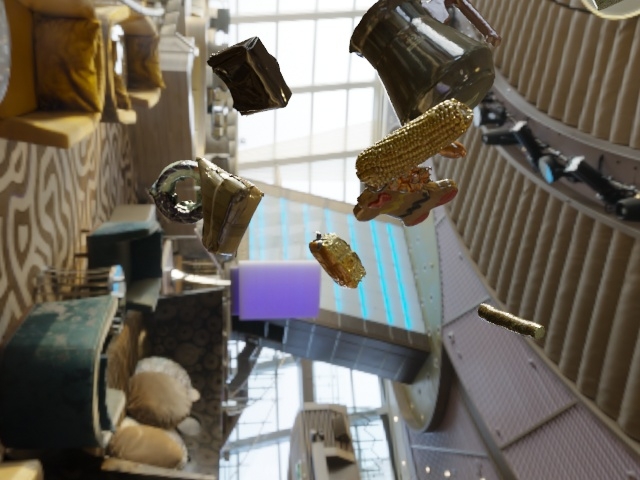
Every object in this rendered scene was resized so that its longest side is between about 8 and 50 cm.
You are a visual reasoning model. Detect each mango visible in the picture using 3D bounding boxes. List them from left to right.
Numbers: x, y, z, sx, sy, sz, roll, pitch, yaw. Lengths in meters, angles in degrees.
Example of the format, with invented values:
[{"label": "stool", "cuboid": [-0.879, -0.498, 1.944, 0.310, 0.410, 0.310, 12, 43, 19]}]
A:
[{"label": "mango", "cuboid": [0.449, -0.324, 2.036, 0.077, 0.127, 0.063, 71, 34, -81]}]

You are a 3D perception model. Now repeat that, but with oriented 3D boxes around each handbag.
[{"label": "handbag", "cuboid": [-0.271, -0.613, 2.204, 0.285, 0.257, 0.113, 56, 40, -36]}]

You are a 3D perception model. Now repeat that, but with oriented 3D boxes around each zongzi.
[{"label": "zongzi", "cuboid": [-0.245, -0.079, 1.344, 0.099, 0.197, 0.194, -6, 123, -60]}]

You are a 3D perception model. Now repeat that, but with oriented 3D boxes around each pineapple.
[{"label": "pineapple", "cuboid": [0.239, -0.174, 1.567, 0.233, 0.135, 0.080, -14, 123, -54]}]

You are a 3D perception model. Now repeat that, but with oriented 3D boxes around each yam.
[{"label": "yam", "cuboid": [0.595, 0.256, 1.823, 0.274, 0.061, 0.061, -160, -110, -66]}]

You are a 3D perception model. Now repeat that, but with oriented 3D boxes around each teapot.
[{"label": "teapot", "cuboid": [0.300, -0.515, 1.602, 0.362, 0.376, 0.305, 52, -7, 12]}]

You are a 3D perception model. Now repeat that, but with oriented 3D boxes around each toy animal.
[{"label": "toy animal", "cuboid": [0.000, 0.000, 2.111, 0.028, 0.050, 0.084, -57, -141, 46]}]

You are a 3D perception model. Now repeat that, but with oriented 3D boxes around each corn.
[{"label": "corn", "cuboid": [0.198, -0.206, 1.267, 0.293, 0.106, 0.106, -30, -130, 33]}]

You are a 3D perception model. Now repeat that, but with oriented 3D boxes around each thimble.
[{"label": "thimble", "cuboid": [-0.495, -0.179, 2.107, 0.150, 0.237, 0.237, -124, -145, -74]}]

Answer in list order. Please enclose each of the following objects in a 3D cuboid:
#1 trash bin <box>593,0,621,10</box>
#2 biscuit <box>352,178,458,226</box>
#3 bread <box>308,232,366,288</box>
[{"label": "trash bin", "cuboid": [0.872, -0.785, 1.759, 0.059, 0.116, 0.130, 10, 61, -66]}, {"label": "biscuit", "cuboid": [0.350, -0.161, 2.472, 0.368, 0.394, 0.076, -42, -131, 41]}, {"label": "bread", "cuboid": [0.064, 0.079, 2.232, 0.245, 0.121, 0.174, 49, -22, -18]}]
